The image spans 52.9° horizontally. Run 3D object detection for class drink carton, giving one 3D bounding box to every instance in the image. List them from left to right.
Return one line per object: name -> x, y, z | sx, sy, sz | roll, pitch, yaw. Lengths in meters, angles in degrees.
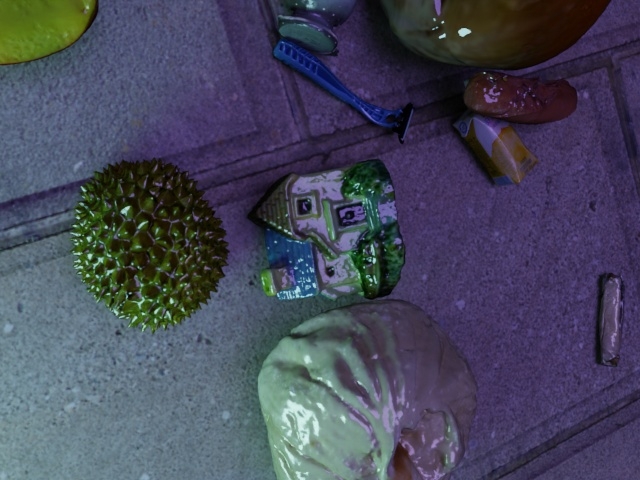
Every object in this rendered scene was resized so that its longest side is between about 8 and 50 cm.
drink carton -> 0.289, -0.190, 1.116 | 0.084, 0.074, 0.200 | -44, 104, -17

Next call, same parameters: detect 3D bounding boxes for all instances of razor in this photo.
razor -> 0.036, -0.243, 1.033 | 0.253, 0.042, 0.082 | 29, 59, -18

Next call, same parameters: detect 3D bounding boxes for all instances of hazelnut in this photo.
hazelnut -> 0.265, -0.414, 0.977 | 0.372, 0.372, 0.315 | -46, 145, -15

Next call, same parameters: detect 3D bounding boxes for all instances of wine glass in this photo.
wine glass -> 0.008, -0.398, 0.982 | 0.111, 0.111, 0.204 | 18, 88, -21

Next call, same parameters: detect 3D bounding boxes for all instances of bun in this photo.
bun -> 0.077, 0.269, 0.932 | 0.349, 0.227, 0.352 | 39, 90, -32

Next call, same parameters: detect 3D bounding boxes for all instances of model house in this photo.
model house -> 0.000, 0.000, 0.952 | 0.189, 0.195, 0.214 | -10, 95, -14

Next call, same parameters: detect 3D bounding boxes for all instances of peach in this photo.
peach -> -0.408, -0.297, 0.795 | 0.267, 0.159, 0.154 | -27, 132, -13

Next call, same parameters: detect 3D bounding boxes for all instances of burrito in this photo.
burrito -> 0.566, 0.155, 1.252 | 0.045, 0.041, 0.185 | 5, 90, 20

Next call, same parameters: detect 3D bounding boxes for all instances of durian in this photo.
durian -> -0.228, 0.008, 0.870 | 0.200, 0.176, 0.237 | -23, 111, 0

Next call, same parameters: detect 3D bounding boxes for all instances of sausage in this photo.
sausage -> 0.355, -0.238, 1.086 | 0.327, 0.079, 0.087 | -9, 62, -45
